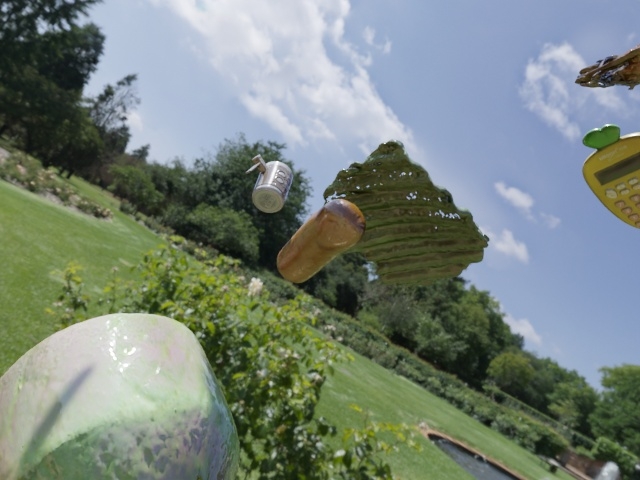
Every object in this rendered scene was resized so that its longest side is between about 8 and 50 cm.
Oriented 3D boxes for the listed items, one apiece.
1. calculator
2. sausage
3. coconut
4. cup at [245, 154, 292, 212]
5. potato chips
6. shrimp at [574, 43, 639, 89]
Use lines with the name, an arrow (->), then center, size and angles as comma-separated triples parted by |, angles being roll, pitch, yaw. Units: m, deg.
calculator -> 0.588, -0.119, 0.823 | 0.234, 0.032, 0.146 | 54, -34, 0
sausage -> 0.002, 0.001, 0.889 | 0.109, 0.108, 0.270 | 32, -34, -12
coconut -> -0.188, 0.177, 0.411 | 0.236, 0.204, 0.236 | 20, 18, -7
cup -> -0.106, -0.124, 0.931 | 0.074, 0.099, 0.102 | -3, -49, 11
potato chips -> 0.182, -0.027, 0.981 | 0.373, 0.097, 0.389 | 38, -33, -9
shrimp -> 0.364, -0.174, 0.394 | 0.236, 0.053, 0.133 | -12, -9, 44
